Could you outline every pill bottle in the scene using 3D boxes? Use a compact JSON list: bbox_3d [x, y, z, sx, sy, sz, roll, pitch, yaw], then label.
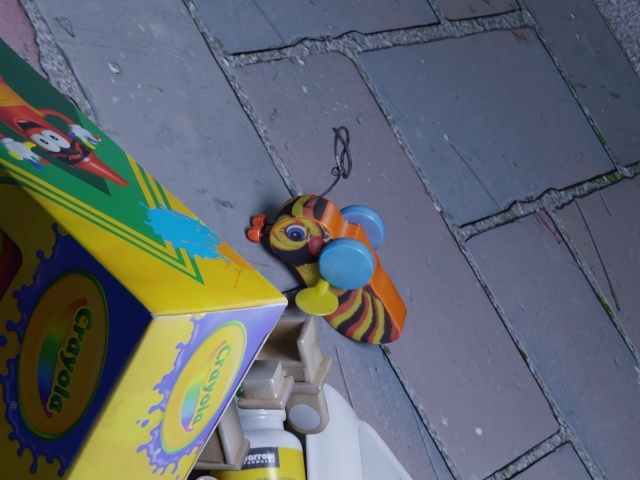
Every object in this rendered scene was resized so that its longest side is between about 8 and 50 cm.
[{"bbox_3d":[-0.067,0.265,2.014,0.103,0.103,0.184,14,63,-48],"label":"pill bottle"}]

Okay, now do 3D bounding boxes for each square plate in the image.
[{"bbox_3d":[0.090,0.359,2.106,0.347,0.049,0.344,54,18,-31],"label":"square plate"}]

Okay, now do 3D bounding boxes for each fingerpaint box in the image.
[{"bbox_3d":[-0.288,0.117,1.441,0.371,0.444,0.163,42,25,27],"label":"fingerpaint box"}]

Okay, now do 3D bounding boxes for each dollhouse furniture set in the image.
[{"bbox_3d":[-0.169,0.240,1.802,0.355,0.303,0.173,-66,149,-54],"label":"dollhouse furniture set"}]

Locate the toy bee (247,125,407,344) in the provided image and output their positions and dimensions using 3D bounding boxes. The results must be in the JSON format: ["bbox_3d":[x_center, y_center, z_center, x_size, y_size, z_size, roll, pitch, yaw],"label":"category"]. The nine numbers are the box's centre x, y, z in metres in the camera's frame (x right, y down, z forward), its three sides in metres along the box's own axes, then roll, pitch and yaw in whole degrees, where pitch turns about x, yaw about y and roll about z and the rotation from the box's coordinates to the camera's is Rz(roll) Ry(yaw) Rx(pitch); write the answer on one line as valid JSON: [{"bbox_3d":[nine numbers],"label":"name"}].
[{"bbox_3d":[0.000,0.000,2.366,0.195,0.162,0.298,-38,119,-67],"label":"toy bee"}]

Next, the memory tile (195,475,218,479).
[{"bbox_3d":[-0.120,0.327,1.915,0.113,0.012,0.148,38,65,2],"label":"memory tile"}]

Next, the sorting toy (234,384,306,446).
[{"bbox_3d":[-0.100,0.169,2.141,0.196,0.047,0.348,60,32,6],"label":"sorting toy"}]
